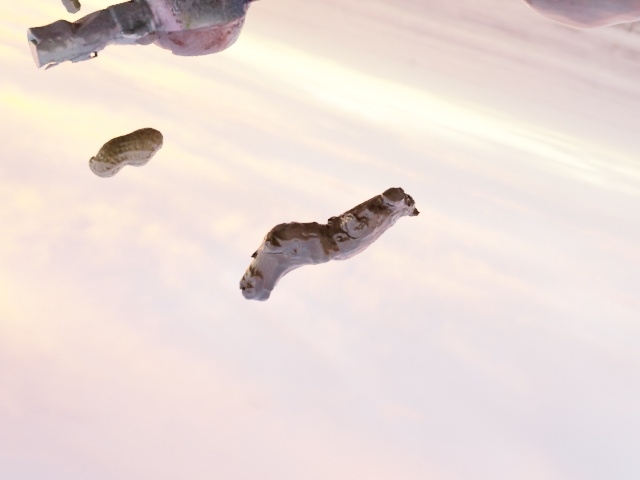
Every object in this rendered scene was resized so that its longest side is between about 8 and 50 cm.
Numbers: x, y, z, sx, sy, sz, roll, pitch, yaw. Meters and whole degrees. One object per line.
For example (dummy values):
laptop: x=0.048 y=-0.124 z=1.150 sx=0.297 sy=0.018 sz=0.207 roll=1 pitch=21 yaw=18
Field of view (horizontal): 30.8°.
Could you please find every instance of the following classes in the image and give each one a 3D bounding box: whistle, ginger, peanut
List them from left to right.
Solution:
peanut: x=-0.273 y=-0.124 z=1.641 sx=0.113 sy=0.054 sz=0.054 roll=-26 pitch=-158 yaw=-11
whistle: x=-0.235 y=-0.308 z=1.638 sx=0.346 sy=0.133 sz=0.142 roll=-19 pitch=-126 yaw=-19
ginger: x=0.002 y=-0.001 z=1.706 sx=0.084 sy=0.290 sz=0.122 roll=66 pitch=-168 yaw=13

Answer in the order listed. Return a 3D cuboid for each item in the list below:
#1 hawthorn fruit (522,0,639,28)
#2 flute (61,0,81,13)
hawthorn fruit: x=0.277 y=-0.297 z=1.072 sx=0.208 sy=0.208 sz=0.248 roll=23 pitch=-163 yaw=35
flute: x=-0.346 y=-0.373 z=1.374 sx=0.027 sy=0.233 sz=0.027 roll=-22 pitch=-156 yaw=10
